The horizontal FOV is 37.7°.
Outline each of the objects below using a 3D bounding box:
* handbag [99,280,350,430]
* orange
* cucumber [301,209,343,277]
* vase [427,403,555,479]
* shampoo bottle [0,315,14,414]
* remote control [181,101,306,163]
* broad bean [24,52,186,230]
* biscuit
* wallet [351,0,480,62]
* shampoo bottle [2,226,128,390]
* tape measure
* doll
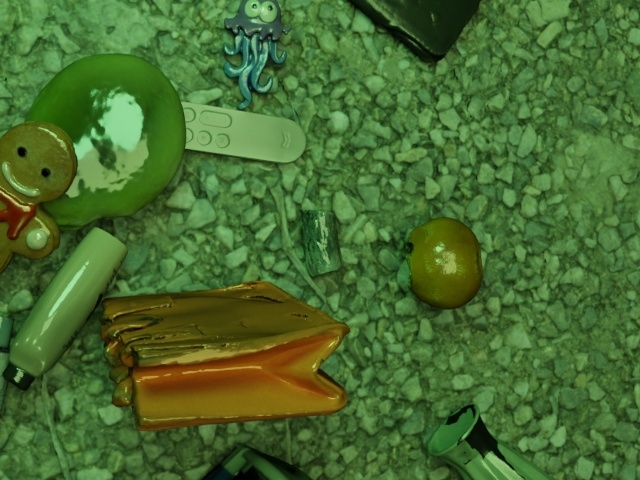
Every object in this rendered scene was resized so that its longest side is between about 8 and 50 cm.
[{"bbox_3d":[-0.149,0.143,1.308,0.303,0.410,0.116,-2,96,-19],"label":"handbag"},{"bbox_3d":[0.201,0.039,1.562,0.134,0.154,0.155,-11,93,24],"label":"orange"},{"bbox_3d":[0.001,0.002,1.542,0.064,0.064,0.112,-9,89,-18],"label":"cucumber"},{"bbox_3d":[0.343,0.445,1.594,0.360,0.165,0.165,46,77,-8],"label":"vase"},{"bbox_3d":[-0.493,0.215,1.372,0.072,0.072,0.214,13,84,-17],"label":"shampoo bottle"},{"bbox_3d":[-0.142,-0.174,1.518,0.245,0.022,0.077,7,89,-17],"label":"remote control"},{"bbox_3d":[-0.329,-0.144,1.404,0.238,0.119,0.291,31,79,2],"label":"broad bean"},{"bbox_3d":[-0.469,-0.041,1.324,0.324,0.049,0.205,-39,100,14],"label":"biscuit"},{"bbox_3d":[0.111,-0.474,1.591,0.377,0.051,0.197,36,76,-14],"label":"wallet"},{"bbox_3d":[-0.381,0.103,1.383,0.078,0.127,0.257,33,74,-3],"label":"shampoo bottle"},{"bbox_3d":[-0.054,0.444,1.418,0.138,0.262,0.259,-46,102,-24],"label":"tape measure"},{"bbox_3d":[-0.105,-0.312,1.513,0.110,0.067,0.206,6,97,-8],"label":"doll"}]
